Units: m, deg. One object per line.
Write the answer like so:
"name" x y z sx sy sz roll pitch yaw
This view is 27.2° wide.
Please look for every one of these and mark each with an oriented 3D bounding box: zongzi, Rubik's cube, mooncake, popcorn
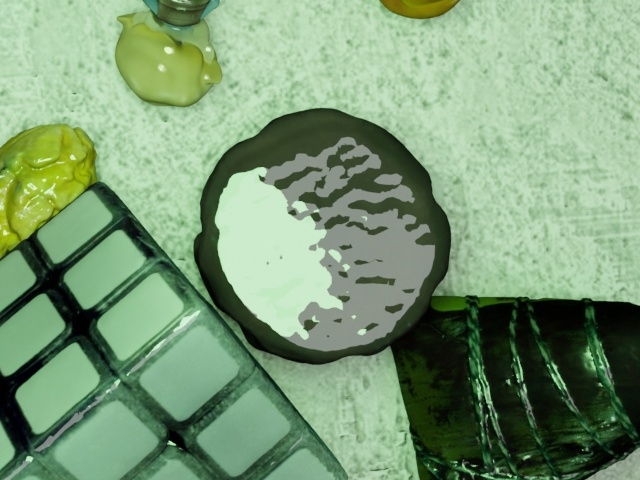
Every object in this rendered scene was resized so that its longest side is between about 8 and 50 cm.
"zongzi" 0.269 0.154 1.435 0.383 0.362 0.319 -15 78 -6
"Rubik's cube" -0.208 0.181 1.333 0.303 0.301 0.305 -41 130 -4
"mooncake" 0.000 0.000 1.468 0.283 0.141 0.283 0 85 -2
"popcorn" -0.308 -0.049 1.431 0.167 0.148 0.152 -40 137 13

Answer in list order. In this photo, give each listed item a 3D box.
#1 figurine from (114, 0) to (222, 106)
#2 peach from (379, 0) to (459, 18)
"figurine" -0.158 -0.237 1.424 0.114 0.108 0.196 2 129 -16
"peach" 0.117 -0.321 1.478 0.138 0.138 0.138 -1 95 -9
